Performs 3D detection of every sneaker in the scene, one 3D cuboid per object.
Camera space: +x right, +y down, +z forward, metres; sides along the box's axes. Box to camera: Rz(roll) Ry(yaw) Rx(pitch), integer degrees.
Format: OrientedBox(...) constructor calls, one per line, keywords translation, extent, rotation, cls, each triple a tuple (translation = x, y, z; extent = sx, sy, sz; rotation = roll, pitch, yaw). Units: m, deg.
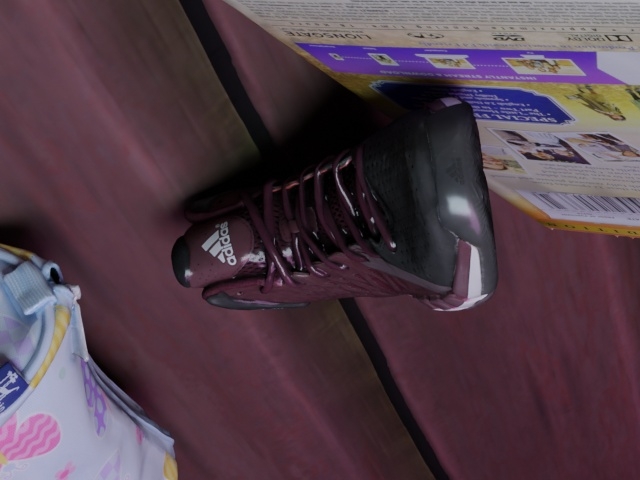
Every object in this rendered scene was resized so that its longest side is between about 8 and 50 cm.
OrientedBox(translation=(0.000, 0.000, 0.969), extent=(0.163, 0.106, 0.281), rotation=(-8, 171, -5), cls="sneaker")

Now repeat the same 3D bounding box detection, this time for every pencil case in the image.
OrientedBox(translation=(-0.168, 0.105, 1.039), extent=(0.124, 0.113, 0.273), rotation=(-45, 153, -14), cls="pencil case")

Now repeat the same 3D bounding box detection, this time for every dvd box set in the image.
OrientedBox(translation=(0.178, -0.078, 0.930), extent=(0.308, 0.062, 0.420), rotation=(6, 168, 33), cls="dvd box set")
